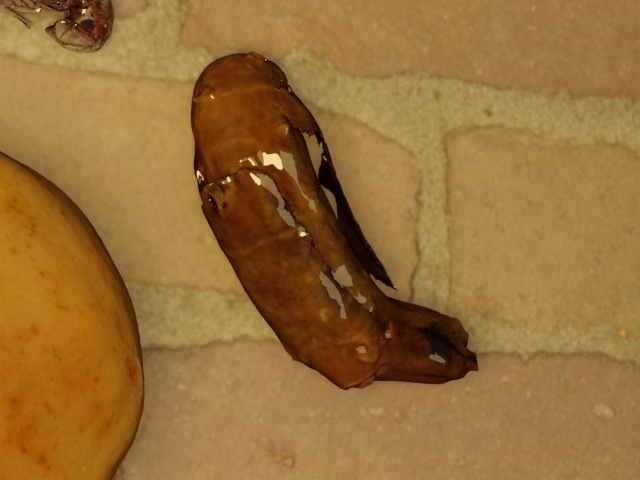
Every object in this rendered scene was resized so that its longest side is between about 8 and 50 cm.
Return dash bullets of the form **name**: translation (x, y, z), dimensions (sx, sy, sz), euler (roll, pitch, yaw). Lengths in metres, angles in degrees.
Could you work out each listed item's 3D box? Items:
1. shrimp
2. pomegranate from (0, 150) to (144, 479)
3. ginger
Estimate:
- **shrimp**: translation (-0.221, -0.186, 1.136), dimensions (0.165, 0.056, 0.065), euler (19, 85, -23)
- **pomegranate**: translation (-0.254, 0.068, 0.979), dimensions (0.307, 0.307, 0.307), euler (2, 86, -28)
- **ginger**: translation (-0.009, 0.003, 1.216), dimensions (0.133, 0.107, 0.309), euler (-41, 106, -48)
